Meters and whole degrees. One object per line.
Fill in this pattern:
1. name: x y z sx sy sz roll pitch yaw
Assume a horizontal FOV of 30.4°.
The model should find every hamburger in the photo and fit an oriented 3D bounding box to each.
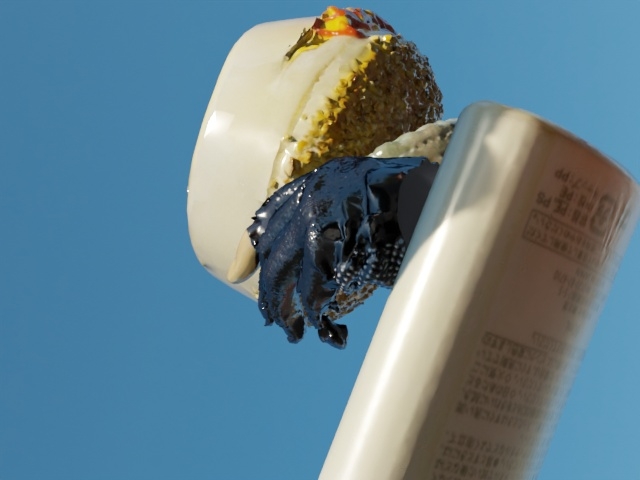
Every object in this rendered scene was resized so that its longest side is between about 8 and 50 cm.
1. hamburger: 0.007 -0.067 1.057 0.276 0.179 0.294 34 -108 -68

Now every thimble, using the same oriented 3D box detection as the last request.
1. thimble: 0.073 -0.047 0.898 0.110 0.084 0.062 -28 -96 -2

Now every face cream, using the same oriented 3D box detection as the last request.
1. face cream: 0.059 0.115 0.588 0.173 0.081 0.348 20 -89 -57

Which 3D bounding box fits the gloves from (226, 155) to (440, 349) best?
1. gloves: -0.002 0.000 0.802 0.106 0.181 0.129 48 -139 -40
